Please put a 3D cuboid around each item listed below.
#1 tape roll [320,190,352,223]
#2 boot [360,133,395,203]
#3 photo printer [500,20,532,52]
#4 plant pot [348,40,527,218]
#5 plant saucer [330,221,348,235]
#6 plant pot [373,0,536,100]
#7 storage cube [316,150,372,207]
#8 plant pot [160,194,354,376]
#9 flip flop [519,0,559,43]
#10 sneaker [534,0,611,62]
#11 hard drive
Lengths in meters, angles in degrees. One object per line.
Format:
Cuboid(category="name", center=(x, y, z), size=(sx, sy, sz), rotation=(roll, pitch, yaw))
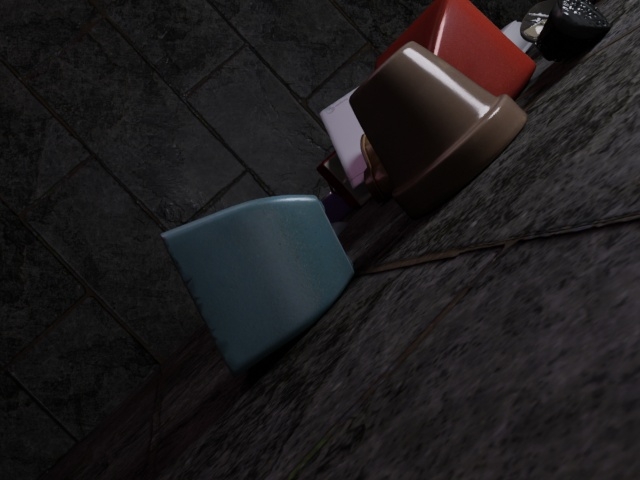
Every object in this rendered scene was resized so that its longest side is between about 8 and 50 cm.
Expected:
Cuboid(category="tape roll", center=(0.088, -0.160, 2.465), size=(0.275, 0.090, 0.275), rotation=(-44, 4, 4))
Cuboid(category="boot", center=(0.175, -0.210, 1.834), size=(0.115, 0.112, 0.305), rotation=(-30, 31, 16))
Cuboid(category="photo printer", center=(0.494, -0.516, 2.119), size=(0.256, 0.107, 0.307), rotation=(-38, 7, 49))
Cuboid(category="plant pot", center=(0.178, -0.207, 1.181), size=(0.263, 0.229, 0.263), rotation=(-42, 4, 4))
Cuboid(category="plant saucer", center=(0.000, 0.000, 2.049), size=(0.195, 0.037, 0.195), rotation=(-43, 4, 4))
Cuboid(category="plant pot", center=(0.265, -0.323, 1.505), size=(0.267, 0.267, 0.235), rotation=(-39, 19, 45))
Cuboid(category="storage cube", center=(0.121, -0.229, 2.218), size=(0.215, 0.183, 0.193), rotation=(-43, 6, -4))
Cuboid(category="plant pot", center=(-0.090, 0.044, 1.172), size=(0.252, 0.248, 0.247), rotation=(-27, 3, -5))
Cuboid(category="flip flop", center=(0.628, -0.600, 1.848), size=(0.277, 0.112, 0.080), rotation=(-48, -20, -26))
Cuboid(category="sneaker", center=(0.473, -0.398, 1.331), size=(0.130, 0.109, 0.286), rotation=(-48, -8, 27))
Cuboid(category="hard drive", center=(0.147, -0.320, 2.053), size=(0.233, 0.047, 0.353), rotation=(-31, 49, 13))
